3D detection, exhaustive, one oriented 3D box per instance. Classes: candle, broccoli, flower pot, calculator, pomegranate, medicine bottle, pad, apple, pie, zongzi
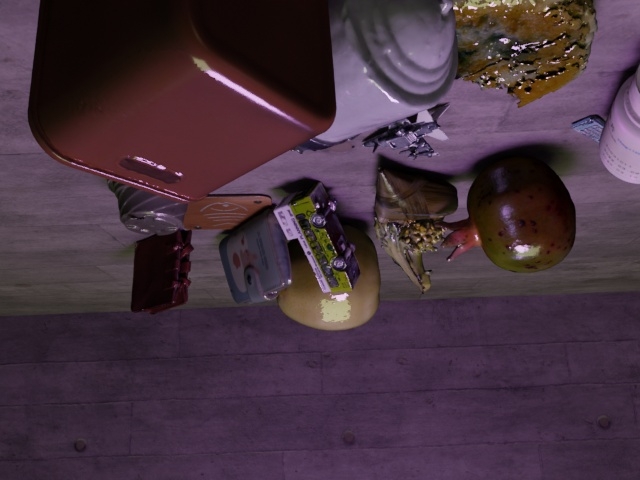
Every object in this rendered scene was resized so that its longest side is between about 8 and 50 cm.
[{"bbox_3d":[0.052,-0.253,0.777,0.221,0.222,0.342,11,169,-37],"label":"candle"},{"bbox_3d":[0.297,-0.002,1.714,0.180,0.273,0.242,-34,169,-11],"label":"broccoli"},{"bbox_3d":[-0.419,-0.097,1.437,0.235,0.141,0.235,-2,161,-1],"label":"flower pot"},{"bbox_3d":[0.631,-0.244,1.290,0.171,0.018,0.057,10,161,-40],"label":"calculator"},{"bbox_3d":[0.468,-0.039,1.425,0.323,0.291,0.290,-40,148,21],"label":"pomegranate"},{"bbox_3d":[0.632,-0.229,1.072,0.170,0.170,0.293,-7,164,15],"label":"medicine bottle"},{"bbox_3d":[-0.287,-0.082,1.717,0.286,0.018,0.284,-2,163,-5],"label":"pad"},{"bbox_3d":[0.029,0.113,1.840,0.356,0.358,0.357,-2,163,-1],"label":"apple"},{"bbox_3d":[0.270,-0.314,0.915,0.370,0.078,0.296,1,162,-8],"label":"pie"},{"bbox_3d":[0.248,-0.136,1.456,0.220,0.112,0.242,-5,155,2],"label":"zongzi"}]

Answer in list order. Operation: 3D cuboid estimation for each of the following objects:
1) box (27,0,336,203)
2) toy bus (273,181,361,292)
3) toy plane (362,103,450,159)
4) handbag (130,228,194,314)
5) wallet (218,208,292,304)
[{"bbox_3d":[-0.140,-0.250,0.634,0.229,0.340,0.239,-18,157,35],"label":"box"},{"bbox_3d":[0.000,0.000,1.568,0.139,0.302,0.113,-13,-156,29],"label":"toy bus"},{"bbox_3d":[0.168,-0.218,1.211,0.234,0.082,0.160,-19,130,42],"label":"toy plane"},{"bbox_3d":[-0.524,0.106,1.888,0.275,0.260,0.084,-20,154,41],"label":"handbag"},{"bbox_3d":[-0.198,0.067,1.774,0.083,0.253,0.360,-11,172,-35],"label":"wallet"}]
